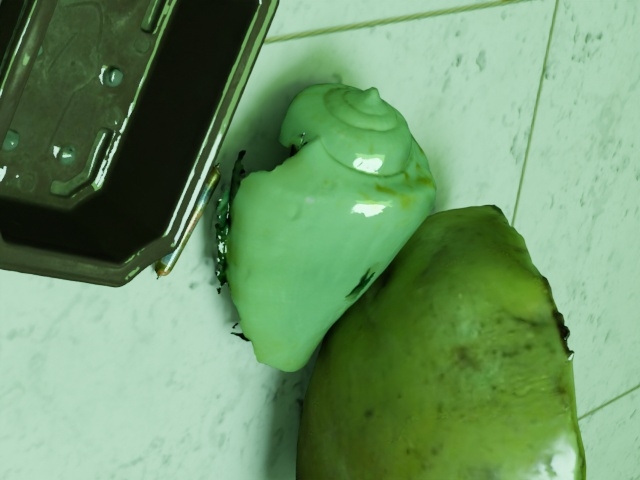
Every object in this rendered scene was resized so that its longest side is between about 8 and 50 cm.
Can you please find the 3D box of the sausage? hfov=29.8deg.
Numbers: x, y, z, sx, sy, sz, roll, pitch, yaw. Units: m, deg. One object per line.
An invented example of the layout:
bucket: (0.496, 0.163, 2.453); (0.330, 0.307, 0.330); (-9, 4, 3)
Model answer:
sausage: (-0.100, -0.014, 0.910); (0.015, 0.015, 0.100); (25, 94, -51)

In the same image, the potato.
potato: (0.074, 0.119, 1.037); (0.212, 0.330, 0.280); (-7, 100, -9)

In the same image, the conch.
conch: (-0.013, -0.010, 0.945); (0.251, 0.137, 0.143); (-51, 172, 20)

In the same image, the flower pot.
flower pot: (-0.142, -0.104, 0.756); (0.179, 0.084, 0.251); (14, 102, -49)
